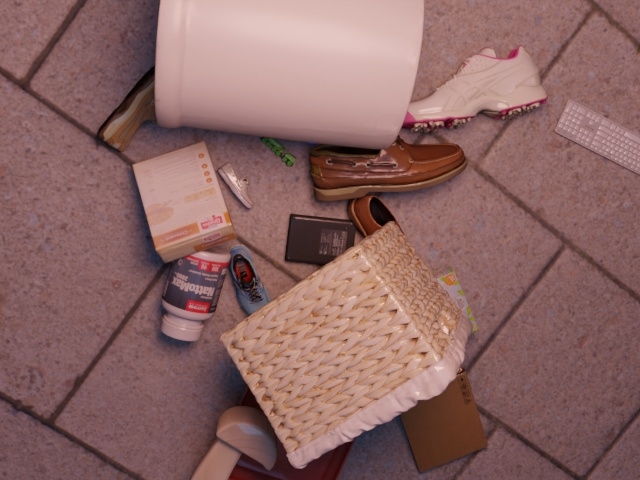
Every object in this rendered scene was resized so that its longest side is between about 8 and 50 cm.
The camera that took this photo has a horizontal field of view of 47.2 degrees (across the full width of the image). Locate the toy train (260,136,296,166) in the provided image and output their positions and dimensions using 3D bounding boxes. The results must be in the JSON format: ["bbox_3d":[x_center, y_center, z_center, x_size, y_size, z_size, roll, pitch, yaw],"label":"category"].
[{"bbox_3d":[-0.081,-0.177,1.428,0.083,0.017,0.024,42,83,-13],"label":"toy train"}]

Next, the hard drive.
[{"bbox_3d":[0.000,0.000,1.470,0.135,0.022,0.094,6,100,-9],"label":"hard drive"}]

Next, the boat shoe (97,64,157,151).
[{"bbox_3d":[-0.329,-0.246,1.364,0.072,0.068,0.190,39,104,-25],"label":"boat shoe"}]

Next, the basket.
[{"bbox_3d":[0.059,0.167,1.303,0.331,0.328,0.266,-34,89,19],"label":"basket"}]

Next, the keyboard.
[{"bbox_3d":[0.604,-0.205,1.514,0.256,0.014,0.072,24,97,-12],"label":"keyboard"}]

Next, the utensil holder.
[{"bbox_3d":[-0.056,-0.326,1.204,0.385,0.327,0.328,6,100,-8],"label":"utensil holder"}]

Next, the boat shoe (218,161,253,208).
[{"bbox_3d":[-0.156,-0.108,1.423,0.035,0.035,0.100,-36,97,3],"label":"boat shoe"}]

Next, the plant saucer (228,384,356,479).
[{"bbox_3d":[-0.063,0.405,1.530,0.258,0.048,0.259,22,98,-11],"label":"plant saucer"}]

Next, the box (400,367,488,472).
[{"bbox_3d":[0.259,0.387,1.570,0.164,0.021,0.201,-21,110,-2],"label":"box"}]

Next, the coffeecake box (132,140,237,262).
[{"bbox_3d":[-0.251,-0.071,1.352,0.142,0.068,0.186,-19,67,-4],"label":"coffeecake box"}]

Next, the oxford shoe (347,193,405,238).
[{"bbox_3d":[0.137,-0.002,1.453,0.076,0.076,0.212,-47,108,-26],"label":"oxford shoe"}]

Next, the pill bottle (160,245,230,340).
[{"bbox_3d":[-0.247,0.096,1.414,0.107,0.108,0.180,15,99,-10],"label":"pill bottle"}]

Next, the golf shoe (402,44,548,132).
[{"bbox_3d":[0.282,-0.291,1.416,0.306,0.115,0.140,-13,92,-11],"label":"golf shoe"}]

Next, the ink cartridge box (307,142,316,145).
[{"bbox_3d":[-0.024,-0.294,1.397,0.097,0.046,0.207,17,99,-9],"label":"ink cartridge box"}]

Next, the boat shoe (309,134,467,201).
[{"bbox_3d":[0.131,-0.154,1.404,0.307,0.111,0.105,-12,114,-5],"label":"boat shoe"}]

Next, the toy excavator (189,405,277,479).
[{"bbox_3d":[-0.204,0.604,1.448,0.432,0.222,0.445,-30,104,3],"label":"toy excavator"}]

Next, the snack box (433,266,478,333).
[{"bbox_3d":[0.250,0.140,1.498,0.100,0.037,0.141,-26,104,-3],"label":"snack box"}]

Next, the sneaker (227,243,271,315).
[{"bbox_3d":[-0.144,0.091,1.443,0.063,0.073,0.162,-24,103,-3],"label":"sneaker"}]
